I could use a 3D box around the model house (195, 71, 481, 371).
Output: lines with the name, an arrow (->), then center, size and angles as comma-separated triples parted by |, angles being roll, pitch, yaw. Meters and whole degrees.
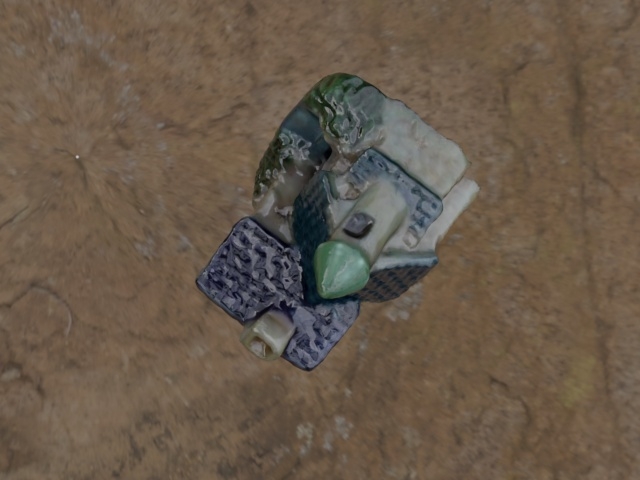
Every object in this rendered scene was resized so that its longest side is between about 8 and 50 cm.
model house -> 0.002, 0.002, 1.306 | 0.243, 0.298, 0.284 | 35, 58, -5
